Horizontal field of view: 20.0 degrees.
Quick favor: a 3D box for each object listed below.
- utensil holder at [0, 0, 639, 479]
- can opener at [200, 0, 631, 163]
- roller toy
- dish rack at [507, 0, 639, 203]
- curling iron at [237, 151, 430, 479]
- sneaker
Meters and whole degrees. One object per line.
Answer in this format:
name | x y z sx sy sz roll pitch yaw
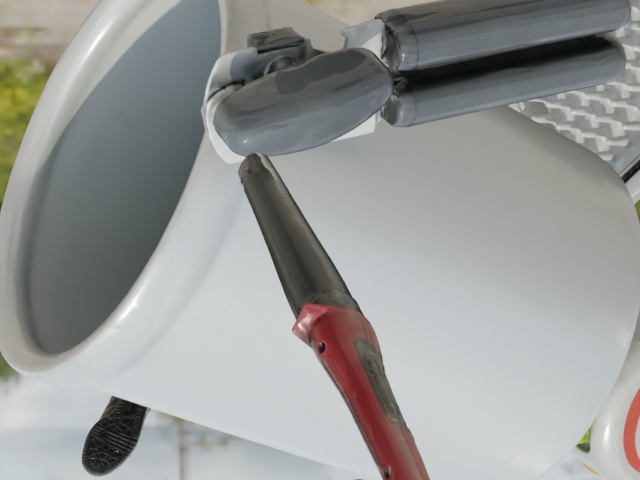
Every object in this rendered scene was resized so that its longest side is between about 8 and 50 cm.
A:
utensil holder | 0.000 0.000 1.356 0.385 0.328 0.327 21 171 -29
can opener | 0.067 -0.093 1.079 0.283 0.076 0.095 -13 -144 -18
roller toy | 0.297 0.128 1.739 0.146 0.191 0.209 35 175 46
dish rack | 0.242 -0.153 1.626 0.072 0.285 0.333 -3 151 -32
curling iron | -0.003 0.052 0.831 0.068 0.274 0.035 -31 137 14
sneaker | -0.201 0.178 1.924 0.051 0.170 0.089 25 164 1
